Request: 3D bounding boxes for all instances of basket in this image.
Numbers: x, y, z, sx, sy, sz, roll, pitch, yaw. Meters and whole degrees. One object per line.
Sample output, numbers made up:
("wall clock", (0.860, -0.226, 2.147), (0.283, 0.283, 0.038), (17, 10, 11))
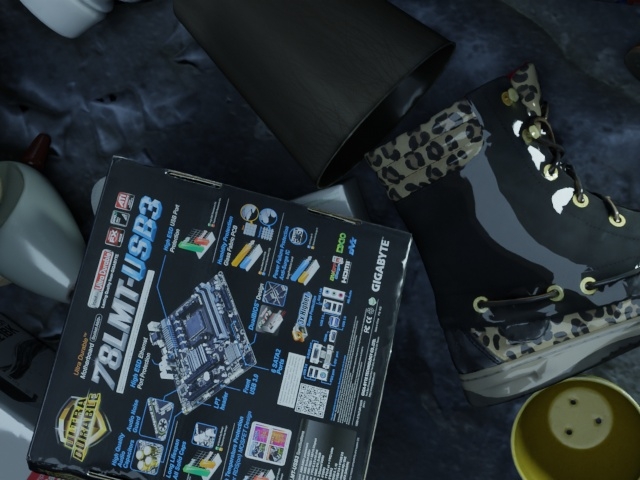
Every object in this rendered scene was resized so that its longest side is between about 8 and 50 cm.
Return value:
("basket", (-0.017, -0.194, 1.328), (0.227, 0.154, 0.204), (43, 63, 8))

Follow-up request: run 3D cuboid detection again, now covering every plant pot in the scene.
("plant pot", (0.259, 0.188, 1.368), (0.134, 0.095, 0.134), (2, 100, 10))

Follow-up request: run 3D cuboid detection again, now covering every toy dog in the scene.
("toy dog", (-0.242, -0.005, 1.403), (0.334, 0.220, 0.161), (35, 65, -1))

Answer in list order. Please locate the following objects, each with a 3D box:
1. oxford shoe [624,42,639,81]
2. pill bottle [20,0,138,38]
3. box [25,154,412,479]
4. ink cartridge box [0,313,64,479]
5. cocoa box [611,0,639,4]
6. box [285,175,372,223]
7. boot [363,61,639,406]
("oxford shoe", (0.398, -0.157, 1.311), (0.212, 0.076, 0.076), (19, 72, 9))
("pill bottle", (-0.175, -0.333, 1.328), (0.283, 0.160, 0.160), (-37, 91, 14))
("box", (-0.086, 0.099, 1.252), (0.293, 0.073, 0.295), (13, 71, -4))
("ink cartridge box", (-0.332, 0.180, 1.423), (0.273, 0.197, 0.114), (34, 102, 3))
("cocoa box", (0.334, -0.375, 1.192), (0.228, 0.231, 0.347), (8, 100, 10))
("box", (0.000, 0.000, 1.389), (0.101, 0.087, 0.102), (-19, 96, 12))
("boot", (0.251, -0.039, 1.315), (0.377, 0.138, 0.284), (-28, 90, 12))
